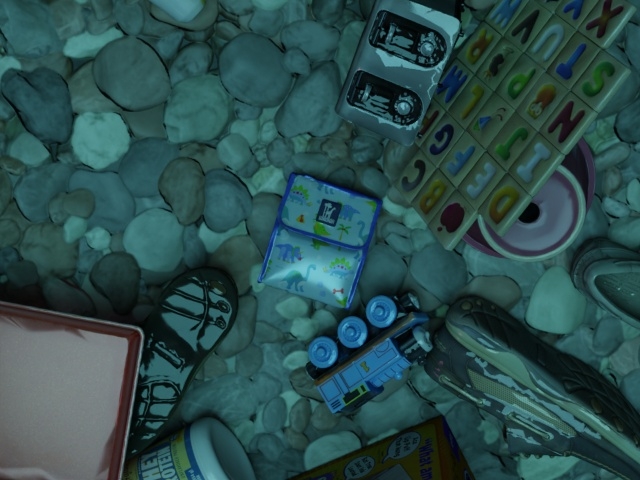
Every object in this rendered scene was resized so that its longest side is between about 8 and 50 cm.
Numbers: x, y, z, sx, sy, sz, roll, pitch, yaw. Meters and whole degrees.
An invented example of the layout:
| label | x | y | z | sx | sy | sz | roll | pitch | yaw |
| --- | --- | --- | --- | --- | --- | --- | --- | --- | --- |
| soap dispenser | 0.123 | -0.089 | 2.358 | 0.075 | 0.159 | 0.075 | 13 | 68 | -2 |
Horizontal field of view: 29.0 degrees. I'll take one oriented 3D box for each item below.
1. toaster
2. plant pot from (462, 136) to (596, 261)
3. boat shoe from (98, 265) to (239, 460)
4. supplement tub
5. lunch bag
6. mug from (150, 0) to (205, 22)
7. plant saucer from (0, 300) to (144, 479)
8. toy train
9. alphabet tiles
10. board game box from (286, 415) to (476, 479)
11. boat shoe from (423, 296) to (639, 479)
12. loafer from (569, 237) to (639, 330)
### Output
| label | x | y | z | sx | sy | sz | roll | pitch | yaw |
| --- | --- | --- | --- | --- | --- | --- | --- | --- | --- |
| toaster | 0.100 | -0.227 | 1.490 | 0.110 | 0.186 | 0.168 | 21 | 114 | -2 |
| plant pot | 0.249 | -0.060 | 1.525 | 0.201 | 0.180 | 0.201 | 0 | 106 | 1 |
| boat shoe | -0.217 | 0.167 | 1.637 | 0.122 | 0.120 | 0.324 | 42 | 98 | -4 |
| supplement tub | -0.201 | 0.344 | 1.679 | 0.199 | 0.144 | 0.144 | -31 | 103 | 10 |
| lunch bag | 0.000 | 0.000 | 1.601 | 0.128 | 0.096 | 0.151 | 18 | 92 | -1 |
| mug | -0.171 | -0.309 | 1.527 | 0.078 | 0.062 | 0.064 | -40 | 110 | 19 |
| plant saucer | -0.362 | 0.208 | 1.565 | 0.258 | 0.048 | 0.259 | 10 | 97 | 2 |
| toy train | 0.067 | 0.147 | 1.632 | 0.184 | 0.080 | 0.105 | -36 | 75 | 15 |
| alphabet tiles | 0.218 | -0.162 | 1.451 | 0.011 | 0.285 | 0.343 | 27 | 108 | -32 |
| board game box | 0.082 | 0.513 | 1.610 | 0.356 | 0.356 | 0.356 | -24 | 104 | 9 |
| boat shoe | 0.293 | 0.219 | 1.648 | 0.355 | 0.132 | 0.130 | 37 | 114 | 0 |
| loafer | 0.474 | 0.095 | 1.599 | 0.319 | 0.111 | 0.112 | 20 | 106 | -4 |
